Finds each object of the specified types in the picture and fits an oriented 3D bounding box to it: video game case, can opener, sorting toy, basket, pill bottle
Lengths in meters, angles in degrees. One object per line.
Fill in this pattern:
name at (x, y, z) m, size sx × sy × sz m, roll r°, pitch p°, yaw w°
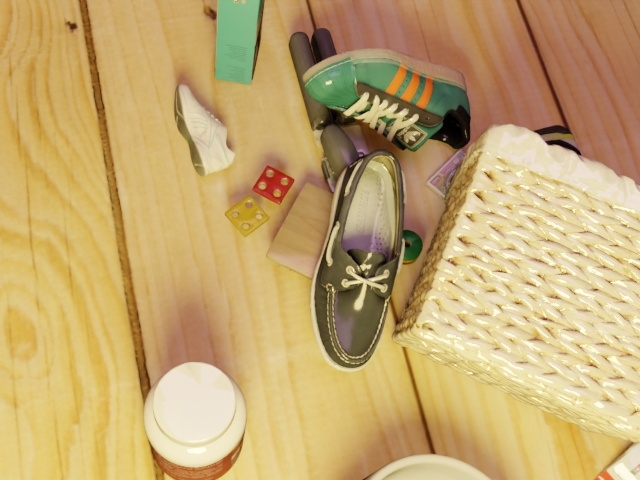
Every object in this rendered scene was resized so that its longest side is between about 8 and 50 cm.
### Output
video game case at (0.234, -0.075, 1.362) m, size 0.122 × 0.011 × 0.087 m, roll 42°, pitch 68°, yaw 11°
can opener at (0.021, -0.203, 1.343) m, size 0.076 × 0.095 × 0.283 m, roll -12°, pitch 75°, yaw -13°
sorting toy at (0.000, 0.000, 1.279) m, size 0.275 × 0.046 × 0.132 m, roll 26°, pitch 66°, yaw 4°
basket at (0.282, 0.063, 1.111) m, size 0.332 × 0.328 × 0.266 m, roll 25°, pitch 83°, yaw 4°
pill bottle at (-0.150, 0.219, 1.070) m, size 0.121 × 0.216 × 0.121 m, roll 3°, pitch 66°, yaw -6°

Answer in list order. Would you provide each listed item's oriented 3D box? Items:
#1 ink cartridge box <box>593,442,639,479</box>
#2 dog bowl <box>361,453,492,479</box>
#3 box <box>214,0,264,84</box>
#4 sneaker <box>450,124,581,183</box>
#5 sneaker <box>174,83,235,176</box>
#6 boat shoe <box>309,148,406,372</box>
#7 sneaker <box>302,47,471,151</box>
ink cartridge box at (0.444, 0.349, 1.183) m, size 0.179 × 0.045 × 0.145 m, roll -33°, pitch 74°, yaw -22°
dog bowl at (0.124, 0.394, 1.045) m, size 0.265 × 0.104 × 0.264 m, roll 14°, pitch 56°, yaw -21°
box at (-0.115, -0.340, 1.306) m, size 0.060 × 0.244 × 0.100 m, roll 10°, pitch 65°, yaw -3°
sneaker at (0.309, -0.105, 1.334) m, size 0.235 × 0.084 × 0.097 m, roll -19°, pitch 70°, yaw -22°
sneaker at (-0.177, -0.168, 1.333) m, size 0.061 × 0.053 × 0.152 m, roll -17°, pitch 75°, yaw -24°
boat shoe at (0.054, 0.023, 1.193) m, size 0.115 × 0.091 × 0.302 m, roll 6°, pitch 75°, yaw -15°
sneaker at (0.113, -0.198, 1.302) m, size 0.302 × 0.108 × 0.121 m, roll 0°, pitch 68°, yaw -36°
